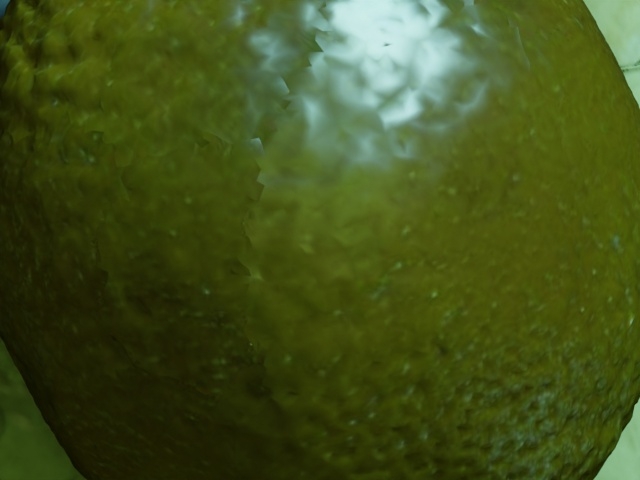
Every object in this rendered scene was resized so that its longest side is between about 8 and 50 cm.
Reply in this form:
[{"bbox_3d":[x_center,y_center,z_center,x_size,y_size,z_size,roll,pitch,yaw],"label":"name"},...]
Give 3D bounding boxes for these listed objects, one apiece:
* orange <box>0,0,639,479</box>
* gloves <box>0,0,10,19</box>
[{"bbox_3d":[0.000,0.000,0.738,0.322,0.322,0.357,-26,108,-21],"label":"orange"},{"bbox_3d":[-0.203,-0.141,0.772,0.142,0.119,0.286,25,81,12],"label":"gloves"}]
